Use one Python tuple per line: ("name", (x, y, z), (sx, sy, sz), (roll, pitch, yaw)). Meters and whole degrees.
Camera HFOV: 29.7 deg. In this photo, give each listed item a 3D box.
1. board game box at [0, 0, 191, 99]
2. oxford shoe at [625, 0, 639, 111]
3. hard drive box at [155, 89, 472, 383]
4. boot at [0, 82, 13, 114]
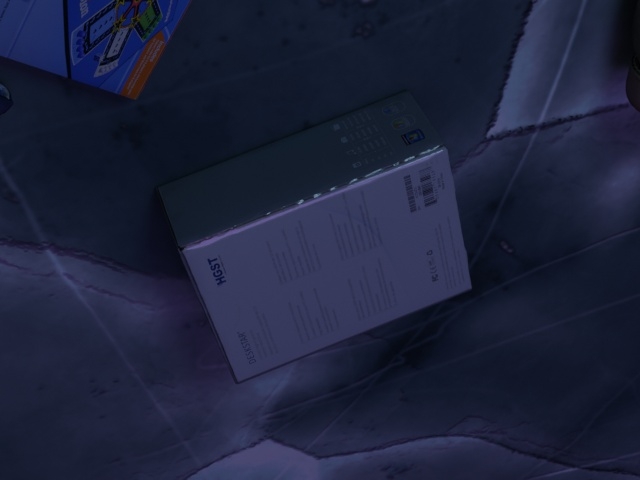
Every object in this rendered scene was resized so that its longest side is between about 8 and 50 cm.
("board game box", (-0.129, -0.233, 0.821), (0.145, 0.027, 0.281), (17, 121, -32))
("oxford shoe", (0.452, -0.213, 1.020), (0.397, 0.140, 0.146), (-18, 127, -11))
("hard drive box", (0.000, 0.000, 1.042), (0.232, 0.089, 0.181), (-21, 134, -5))
("boot", (-0.302, -0.123, 0.825), (0.086, 0.069, 0.190), (-41, 141, 5))
